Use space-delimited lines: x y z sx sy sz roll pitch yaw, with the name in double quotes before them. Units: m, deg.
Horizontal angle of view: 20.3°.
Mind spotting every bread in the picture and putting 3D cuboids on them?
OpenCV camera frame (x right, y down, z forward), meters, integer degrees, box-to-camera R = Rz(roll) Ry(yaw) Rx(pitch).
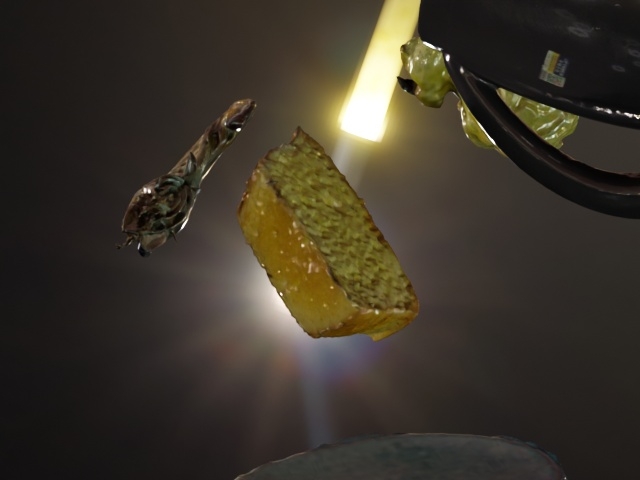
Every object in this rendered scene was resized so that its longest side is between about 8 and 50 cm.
"bread" 0.000 0.000 1.425 0.103 0.065 0.187 -16 -110 -50

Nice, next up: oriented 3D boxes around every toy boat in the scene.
"toy boat" 0.076 0.274 1.624 0.330 0.123 0.215 -10 -157 -23

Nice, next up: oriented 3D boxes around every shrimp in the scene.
"shrimp" -0.121 -0.063 1.675 0.058 0.169 0.296 38 -169 -5

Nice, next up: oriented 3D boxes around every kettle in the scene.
"kettle" 0.235 -0.163 1.409 0.290 0.268 0.207 28 -170 13

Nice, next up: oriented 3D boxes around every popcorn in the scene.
"popcorn" 0.190 -0.179 1.868 0.195 0.173 0.168 38 -143 10
